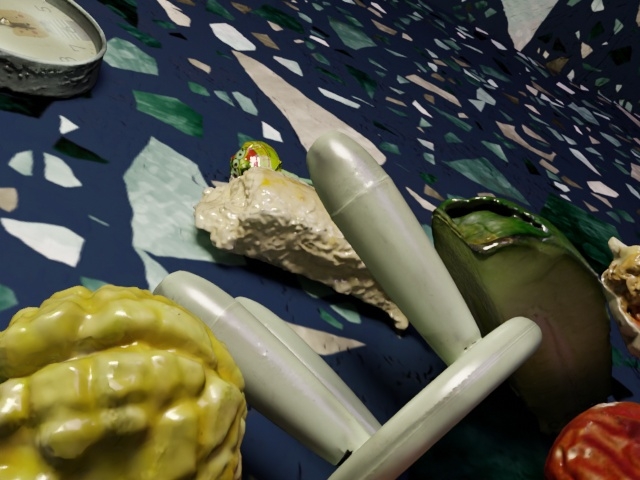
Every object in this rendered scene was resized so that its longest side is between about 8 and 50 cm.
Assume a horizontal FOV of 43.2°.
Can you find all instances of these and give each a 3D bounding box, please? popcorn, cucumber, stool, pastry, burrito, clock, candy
[{"bbox_3d":[-0.119,0.111,0.437,0.142,0.174,0.173,22,20,31],"label":"popcorn"},{"bbox_3d":[0.183,0.048,0.719,0.145,0.105,0.325,55,1,41],"label":"cucumber"},{"bbox_3d":[0.020,0.066,0.578,0.199,0.195,0.195,46,1,15],"label":"stool"},{"bbox_3d":[0.000,-0.002,0.809,0.258,0.089,0.121,26,16,-19],"label":"pastry"},{"bbox_3d":[0.355,0.168,0.740,0.392,0.076,0.117,57,15,-23],"label":"burrito"},{"bbox_3d":[-0.342,-0.235,0.869,0.226,0.049,0.226,26,27,-14],"label":"clock"},{"bbox_3d":[-0.029,-0.071,0.934,0.058,0.062,0.193,-3,-8,38],"label":"candy"}]

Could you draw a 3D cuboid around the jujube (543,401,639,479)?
[{"bbox_3d":[0.290,0.243,0.601,0.197,0.197,0.290,13,21,-32],"label":"jujube"}]
